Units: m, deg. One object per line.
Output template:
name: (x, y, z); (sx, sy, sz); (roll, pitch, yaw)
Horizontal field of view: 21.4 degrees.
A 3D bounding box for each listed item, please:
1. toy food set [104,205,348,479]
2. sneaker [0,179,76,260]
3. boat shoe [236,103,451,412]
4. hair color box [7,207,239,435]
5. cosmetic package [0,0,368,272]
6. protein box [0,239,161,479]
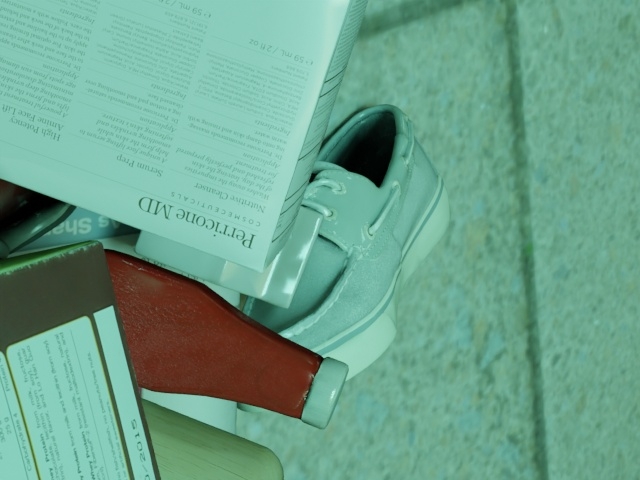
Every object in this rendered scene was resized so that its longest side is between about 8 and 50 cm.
toy food set: (-0.026, 0.026, 0.617); (0.111, 0.104, 0.232); (23, 87, -84)
sneaker: (-0.080, -0.045, 0.604); (0.158, 0.065, 0.061); (-51, 130, -20)
boat shoe: (0.001, 0.000, 0.819); (0.081, 0.079, 0.227); (67, 27, -19)
hair color box: (-0.131, -0.077, 0.674); (0.185, 0.113, 0.375); (-10, 108, -42)
cosmetic package: (-0.110, -0.079, 0.529); (0.060, 0.239, 0.099); (-53, 163, -77)
protein box: (-0.182, 0.098, 0.502); (0.201, 0.199, 0.136); (-22, 100, -62)
